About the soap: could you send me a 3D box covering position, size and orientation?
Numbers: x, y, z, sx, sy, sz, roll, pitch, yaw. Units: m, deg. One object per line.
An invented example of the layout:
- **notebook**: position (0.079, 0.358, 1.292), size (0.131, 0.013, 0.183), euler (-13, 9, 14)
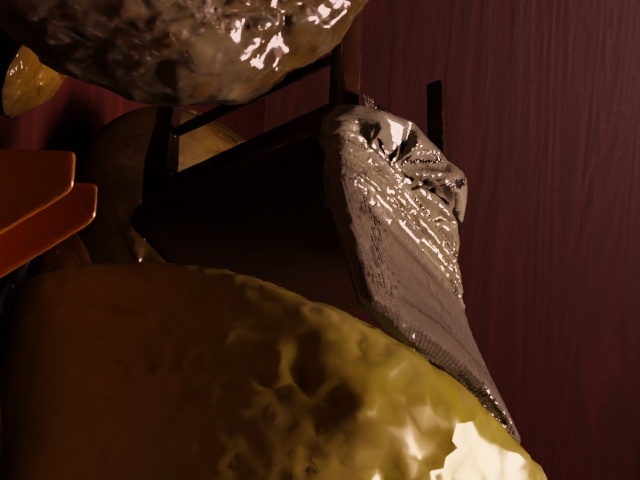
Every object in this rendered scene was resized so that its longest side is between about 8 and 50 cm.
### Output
- **soap**: position (-0.175, -0.150, 1.107), size (0.089, 0.033, 0.169), euler (71, 23, -67)

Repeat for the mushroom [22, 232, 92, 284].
- **mushroom**: position (-0.172, 0.037, 1.044), size (0.088, 0.072, 0.130), euler (18, -78, 50)

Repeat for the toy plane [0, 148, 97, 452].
- **toy plane**: position (-0.177, 0.107, 0.749), size (0.204, 0.103, 0.316), euler (76, 23, -75)

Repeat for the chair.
- **chair**: position (0.000, 0.000, 1.039), size (0.160, 0.186, 0.319), euler (48, 27, -38)

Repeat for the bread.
- **bread**: position (-0.068, 0.201, 0.904), size (0.348, 0.348, 0.308), euler (90, 16, -54)

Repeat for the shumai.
- **shumai**: position (-0.100, -0.175, 1.033), size (0.260, 0.225, 0.222), euler (-41, -173, -32)

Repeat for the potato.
- **potato**: position (-0.107, -0.001, 1.310), size (0.307, 0.173, 0.210), euler (89, 6, -86)
